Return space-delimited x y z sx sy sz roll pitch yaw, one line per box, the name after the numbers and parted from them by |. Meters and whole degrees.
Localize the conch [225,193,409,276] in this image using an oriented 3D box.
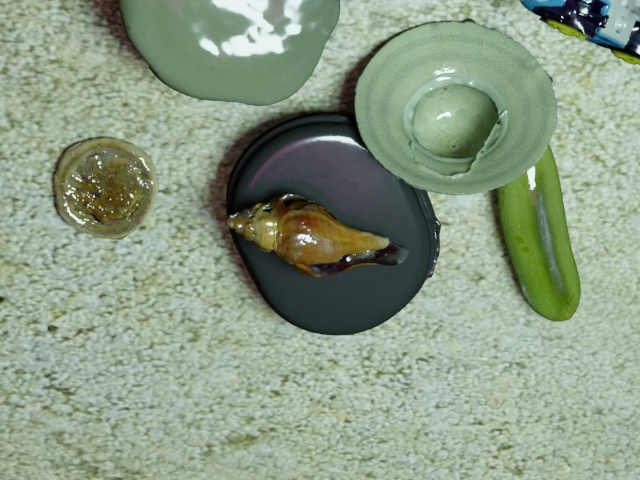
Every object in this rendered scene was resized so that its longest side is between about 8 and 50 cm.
-0.002 0.004 1.421 0.232 0.080 0.086 29 113 -18 | conch

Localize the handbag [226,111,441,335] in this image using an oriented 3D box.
0.017 -0.022 1.508 0.254 0.093 0.308 -24 112 1 | handbag

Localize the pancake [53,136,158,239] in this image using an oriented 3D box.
-0.275 -0.067 1.490 0.139 0.022 0.139 -2 111 -6 | pancake

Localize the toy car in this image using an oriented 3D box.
0.317 -0.324 1.339 0.314 0.166 0.198 6 106 -49 | toy car

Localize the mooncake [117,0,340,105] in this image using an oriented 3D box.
-0.107 -0.293 1.363 0.275 0.135 0.275 -4 114 -9 | mooncake

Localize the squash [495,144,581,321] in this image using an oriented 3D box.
0.279 -0.035 1.538 0.094 0.094 0.341 -17 115 0 | squash

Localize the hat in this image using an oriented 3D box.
0.166 -0.144 1.459 0.252 0.252 0.110 -11 153 -2 | hat
